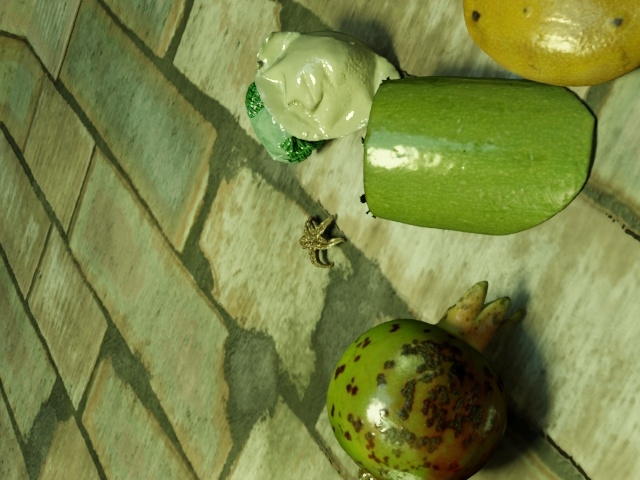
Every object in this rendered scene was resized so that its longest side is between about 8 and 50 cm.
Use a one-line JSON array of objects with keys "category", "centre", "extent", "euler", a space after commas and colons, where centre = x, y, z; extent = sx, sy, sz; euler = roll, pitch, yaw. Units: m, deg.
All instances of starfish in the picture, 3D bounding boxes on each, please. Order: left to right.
[{"category": "starfish", "centre": [0.000, 0.000, 1.360], "extent": [0.091, 0.028, 0.078], "euler": [5, 85, 50]}]

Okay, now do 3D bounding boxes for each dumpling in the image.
[{"category": "dumpling", "centre": [0.004, -0.209, 1.299], "extent": [0.181, 0.111, 0.155], "euler": [27, 97, 40]}]

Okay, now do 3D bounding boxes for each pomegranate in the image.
[{"category": "pomegranate", "centre": [0.128, 0.165, 1.046], "extent": [0.198, 0.246, 0.198], "euler": [43, 153, 28]}]

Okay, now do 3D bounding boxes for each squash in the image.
[{"category": "squash", "centre": [0.189, -0.099, 1.123], "extent": [0.260, 0.189, 0.189], "euler": [6, 88, 19]}]

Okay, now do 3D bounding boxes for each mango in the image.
[{"category": "mango", "centre": [0.249, -0.243, 0.993], "extent": [0.262, 0.109, 0.157], "euler": [26, 100, 51]}]

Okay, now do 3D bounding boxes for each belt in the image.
[{"category": "belt", "centre": [-0.051, -0.179, 1.384], "extent": [0.079, 0.121, 0.151], "euler": [-38, 55, 42]}]
